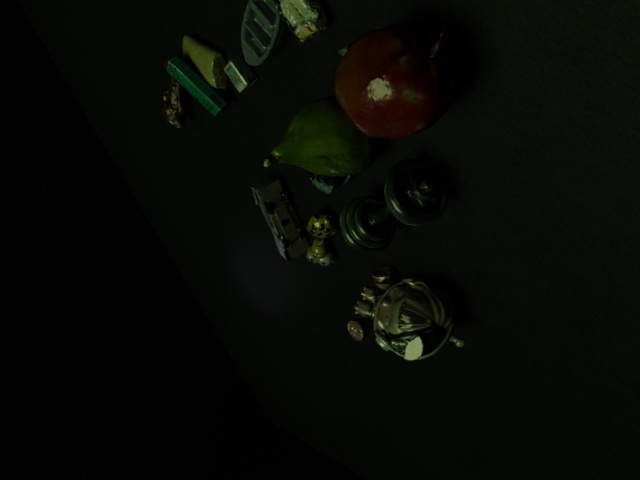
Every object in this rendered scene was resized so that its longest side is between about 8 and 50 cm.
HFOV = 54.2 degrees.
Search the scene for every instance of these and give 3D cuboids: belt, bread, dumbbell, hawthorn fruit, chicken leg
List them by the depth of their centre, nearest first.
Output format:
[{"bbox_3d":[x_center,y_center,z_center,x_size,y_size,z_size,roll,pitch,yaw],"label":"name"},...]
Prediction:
[{"bbox_3d":[0.175,-0.357,1.316,0.254,0.254,0.300,49,150,6],"label":"hawthorn fruit"},{"bbox_3d":[0.095,-0.464,1.515,0.043,0.109,0.062,-17,65,57],"label":"bread"},{"bbox_3d":[0.189,-0.083,1.685,0.179,0.179,0.406,53,152,-1],"label":"dumbbell"},{"bbox_3d":[0.021,-0.222,1.873,0.151,0.078,0.198,48,158,19],"label":"belt"},{"bbox_3d":[-0.389,-0.595,2.089,0.178,0.060,0.139,35,148,30],"label":"bread"},{"bbox_3d":[-0.541,-0.562,2.351,0.113,0.093,0.304,26,138,11],"label":"chicken leg"}]

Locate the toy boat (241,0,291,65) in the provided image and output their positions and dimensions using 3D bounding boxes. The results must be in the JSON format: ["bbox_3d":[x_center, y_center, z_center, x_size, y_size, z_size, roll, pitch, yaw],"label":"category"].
[{"bbox_3d":[-0.154,-0.583,1.726,0.127,0.078,0.283,49,153,5],"label":"toy boat"}]

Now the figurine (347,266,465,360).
[{"bbox_3d":[0.263,0.222,1.912,0.211,0.252,0.361,16,177,-27],"label":"figurine"}]

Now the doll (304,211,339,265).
[{"bbox_3d":[0.000,0.000,2.174,0.117,0.086,0.291,14,144,7],"label":"doll"}]

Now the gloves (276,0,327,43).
[{"bbox_3d":[-0.049,-0.583,1.564,0.114,0.070,0.153,-16,111,42],"label":"gloves"}]

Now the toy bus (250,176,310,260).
[{"bbox_3d":[-0.151,-0.086,2.288,0.138,0.113,0.316,29,145,56],"label":"toy bus"}]

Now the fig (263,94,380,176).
[{"bbox_3d":[0.024,-0.256,1.623,0.233,0.314,0.232,11,117,23],"label":"fig"}]

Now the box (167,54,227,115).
[{"bbox_3d":[-0.426,-0.528,2.150,0.226,0.042,0.161,43,170,-15],"label":"box"}]

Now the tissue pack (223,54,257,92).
[{"bbox_3d":[-0.252,-0.524,1.965,0.094,0.059,0.074,56,151,-7],"label":"tissue pack"}]
